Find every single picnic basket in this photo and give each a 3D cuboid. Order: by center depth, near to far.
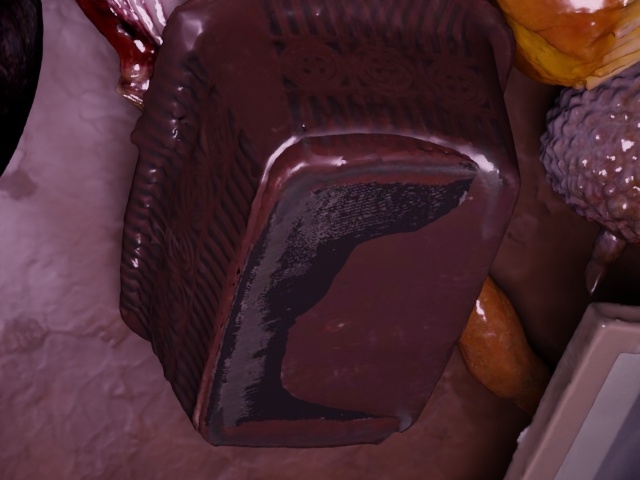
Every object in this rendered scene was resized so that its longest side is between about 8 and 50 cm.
[{"bbox_3d":[0.000,0.000,0.720,0.222,0.129,0.297,3,132,-19],"label":"picnic basket"}]

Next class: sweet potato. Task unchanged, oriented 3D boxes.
[{"bbox_3d":[0.134,0.086,0.890,0.056,0.056,0.195,-39,113,-5],"label":"sweet potato"}]

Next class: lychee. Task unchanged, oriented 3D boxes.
[{"bbox_3d":[0.225,-0.052,0.826,0.165,0.165,0.197,30,94,-19],"label":"lychee"}]

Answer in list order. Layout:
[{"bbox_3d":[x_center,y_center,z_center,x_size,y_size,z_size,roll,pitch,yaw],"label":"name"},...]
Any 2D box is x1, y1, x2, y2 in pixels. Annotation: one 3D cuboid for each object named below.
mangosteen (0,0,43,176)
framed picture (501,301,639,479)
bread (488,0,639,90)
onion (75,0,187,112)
[{"bbox_3d":[-0.296,-0.109,0.639,0.302,0.275,0.275,-15,108,21],"label":"mangosteen"},{"bbox_3d":[0.251,0.232,0.865,0.326,0.028,0.446,6,125,-16],"label":"framed picture"},{"bbox_3d":[0.135,-0.235,0.732,0.156,0.204,0.288,-26,98,-11],"label":"bread"},{"bbox_3d":[-0.072,-0.141,0.756,0.206,0.098,0.151,33,88,-21],"label":"onion"}]
